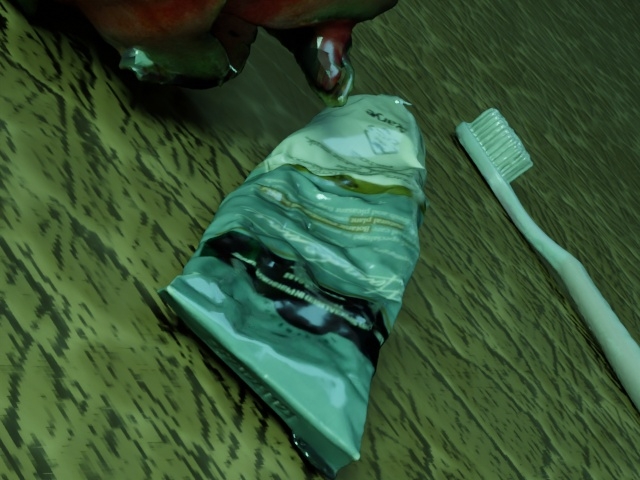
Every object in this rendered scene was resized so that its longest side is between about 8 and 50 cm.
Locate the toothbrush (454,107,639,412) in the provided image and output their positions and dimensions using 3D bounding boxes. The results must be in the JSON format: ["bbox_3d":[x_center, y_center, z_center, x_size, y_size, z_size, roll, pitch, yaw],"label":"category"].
[{"bbox_3d":[0.148,0.032,0.874,0.025,0.029,0.307,38,19,-49],"label":"toothbrush"}]

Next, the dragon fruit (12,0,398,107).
[{"bbox_3d":[-0.048,-0.159,0.611,0.192,0.193,0.274,26,6,28],"label":"dragon fruit"}]

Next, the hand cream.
[{"bbox_3d":[0.000,0.001,0.599,0.075,0.052,0.248,23,25,1],"label":"hand cream"}]
